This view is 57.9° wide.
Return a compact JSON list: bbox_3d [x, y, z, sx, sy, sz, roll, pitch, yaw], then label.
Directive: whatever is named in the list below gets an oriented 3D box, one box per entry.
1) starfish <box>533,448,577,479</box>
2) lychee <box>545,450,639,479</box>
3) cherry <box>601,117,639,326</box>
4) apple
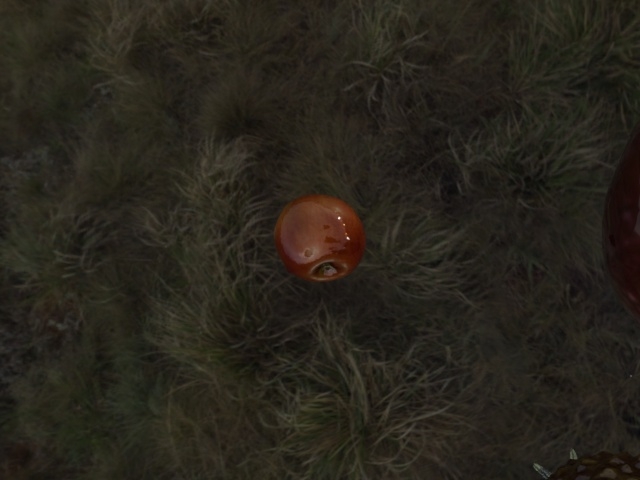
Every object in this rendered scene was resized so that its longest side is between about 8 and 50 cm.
[{"bbox_3d":[0.559,0.550,1.238,0.176,0.053,0.208,-24,85,60],"label":"starfish"},{"bbox_3d":[0.376,0.361,0.669,0.271,0.236,0.236,-19,70,24],"label":"lychee"},{"bbox_3d":[0.316,-0.014,0.397,0.202,0.300,0.231,11,79,49],"label":"cherry"},{"bbox_3d":[0.000,0.000,0.992,0.163,0.163,0.139,-34,49,18],"label":"apple"}]
